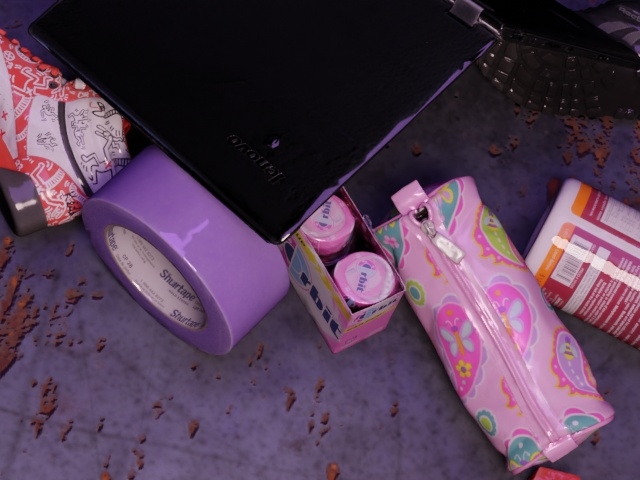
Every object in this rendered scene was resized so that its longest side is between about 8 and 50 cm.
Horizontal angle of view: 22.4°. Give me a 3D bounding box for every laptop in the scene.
[{"bbox_3d":[0.019,-0.188,1.543,0.382,0.236,0.408,41,23,32],"label":"laptop"}]

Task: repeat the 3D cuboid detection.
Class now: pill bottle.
[{"bbox_3d":[0.309,0.039,1.561,0.221,0.121,0.121,28,65,3],"label":"pill bottle"}]

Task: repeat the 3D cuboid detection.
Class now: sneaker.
[{"bbox_3d":[0.296,-0.201,1.691,0.283,0.107,0.124,11,50,-8],"label":"sneaker"},{"bbox_3d":[-0.276,-0.144,1.564,0.145,0.090,0.270,-21,75,-18],"label":"sneaker"}]

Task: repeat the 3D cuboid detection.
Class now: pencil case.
[{"bbox_3d":[0.155,0.073,1.499,0.124,0.124,0.284,-28,84,-19],"label":"pencil case"}]

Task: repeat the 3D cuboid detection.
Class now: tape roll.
[{"bbox_3d":[-0.123,0.009,1.465,0.189,0.189,0.080,41,66,9],"label":"tape roll"}]

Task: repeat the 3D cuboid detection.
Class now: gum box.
[{"bbox_3d":[0.000,0.000,1.534,0.062,0.107,0.188,-26,73,-19],"label":"gum box"}]

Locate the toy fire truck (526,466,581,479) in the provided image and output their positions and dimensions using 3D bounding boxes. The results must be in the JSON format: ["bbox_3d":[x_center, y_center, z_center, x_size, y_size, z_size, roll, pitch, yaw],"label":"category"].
[{"bbox_3d":[0.259,0.306,1.477,0.192,0.047,0.135,26,64,2],"label":"toy fire truck"}]
